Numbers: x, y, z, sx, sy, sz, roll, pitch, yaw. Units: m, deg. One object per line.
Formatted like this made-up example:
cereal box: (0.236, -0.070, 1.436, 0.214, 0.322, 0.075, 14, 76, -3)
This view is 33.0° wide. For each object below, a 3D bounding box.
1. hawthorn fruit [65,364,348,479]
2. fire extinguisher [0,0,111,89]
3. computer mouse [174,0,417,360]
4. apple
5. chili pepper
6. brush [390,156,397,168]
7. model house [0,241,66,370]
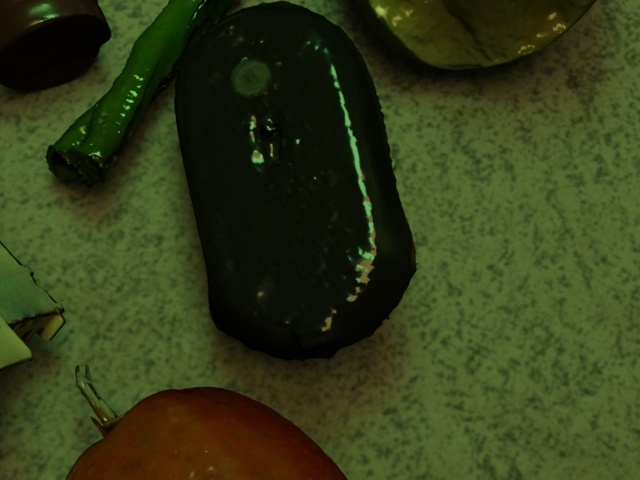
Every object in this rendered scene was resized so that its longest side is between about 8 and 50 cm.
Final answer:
hawthorn fruit: (-0.099, 0.198, 0.793, 0.211, 0.211, 0.299, -40, 69, -19)
fire extinguisher: (-0.298, -0.309, 1.000, 0.135, 0.114, 0.337, -10, 68, -47)
computer mouse: (-0.024, -0.052, 0.921, 0.182, 0.116, 0.323, -18, 70, 16)
apple: (0.146, -0.296, 0.983, 0.279, 0.279, 0.279, 2, 70, -6)
chili pepper: (-0.140, -0.199, 1.001, 0.076, 0.085, 0.359, 43, 59, -32)
brush: (0.000, 0.000, 0.974, 0.083, 0.011, 0.205, 21, 69, 0)
model house: (-0.341, 0.104, 0.804, 0.178, 0.271, 0.206, 46, 106, 6)
